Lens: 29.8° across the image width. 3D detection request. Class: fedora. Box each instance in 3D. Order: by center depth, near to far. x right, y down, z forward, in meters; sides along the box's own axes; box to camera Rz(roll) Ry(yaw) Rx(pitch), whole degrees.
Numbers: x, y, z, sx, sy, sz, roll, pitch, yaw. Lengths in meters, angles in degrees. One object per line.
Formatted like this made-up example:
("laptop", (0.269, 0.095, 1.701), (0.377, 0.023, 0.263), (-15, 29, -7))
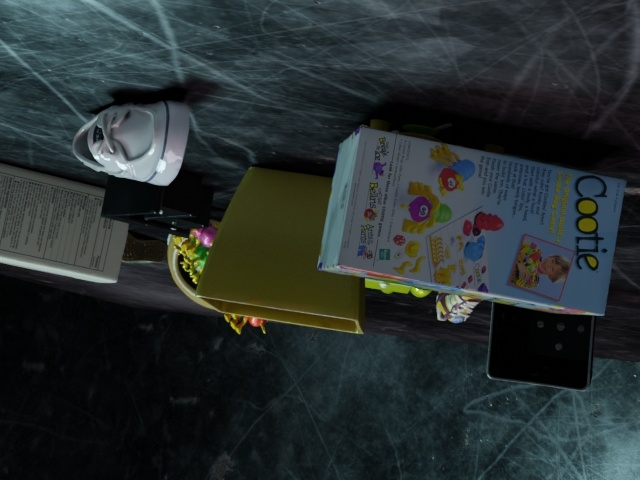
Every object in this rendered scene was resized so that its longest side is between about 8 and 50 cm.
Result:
("fedora", (-0.181, 0.033, 2.164), (0.194, 0.194, 0.079), (5, -155, 24))

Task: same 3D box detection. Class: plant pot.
("plant pot", (-0.036, 0.012, 1.627), (0.212, 0.187, 0.212), (8, 172, 6))
("plant pot", (0.427, 0.164, 2.226), (0.187, 0.188, 0.167), (5, -176, 23))

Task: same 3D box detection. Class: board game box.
("board game box", (0.151, -0.015, 1.244), (0.275, 0.144, 0.142), (11, 175, -7))

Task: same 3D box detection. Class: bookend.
("bookend", (-0.213, -0.055, 1.764), (0.157, 0.072, 0.156), (15, 169, -38))

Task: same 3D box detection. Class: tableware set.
("tableware set", (0.125, -0.103, 1.264), (0.154, 0.024, 0.104), (11, 175, -19))

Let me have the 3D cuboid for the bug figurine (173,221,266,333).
("bug figurine", (-0.163, 0.044, 2.018), (0.216, 0.072, 0.279), (44, 163, 18))

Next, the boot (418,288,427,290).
("boot", (0.233, -0.006, 1.545), (0.246, 0.083, 0.161), (-9, 154, -23))

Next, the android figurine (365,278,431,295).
("android figurine", (0.093, 0.064, 2.292), (0.248, 0.056, 0.273), (9, 173, 1))

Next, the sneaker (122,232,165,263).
("sneaker", (-0.410, 0.016, 2.458), (0.086, 0.064, 0.192), (-3, 169, 34))

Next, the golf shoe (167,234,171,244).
("golf shoe", (-0.244, 0.016, 2.283), (0.086, 0.068, 0.186), (6, 171, 27))

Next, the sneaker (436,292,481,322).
("sneaker", (0.285, 0.121, 2.352), (0.069, 0.084, 0.185), (12, 171, -17))

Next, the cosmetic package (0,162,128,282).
("cosmetic package", (-0.471, -0.031, 1.941), (0.296, 0.153, 0.129), (15, 171, -28))

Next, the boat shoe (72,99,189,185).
("boat shoe", (-0.218, -0.108, 1.348), (0.084, 0.095, 0.258), (8, 172, -24))
